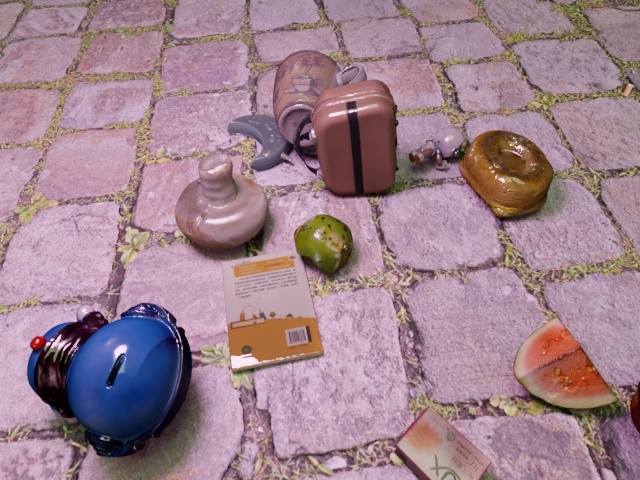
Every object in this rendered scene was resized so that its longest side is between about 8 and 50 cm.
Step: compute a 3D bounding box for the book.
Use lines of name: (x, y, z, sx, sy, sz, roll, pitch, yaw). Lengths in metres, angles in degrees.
book: (-0.123, 0.154, 1.096, 0.207, 0.020, 0.296, -10, 53, -6)

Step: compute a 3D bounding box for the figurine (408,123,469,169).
figurine: (0.355, -0.270, 1.365, 0.197, 0.094, 0.147, -35, 36, -13)

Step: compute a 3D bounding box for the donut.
donut: (0.519, -0.193, 1.273, 0.208, 0.128, 0.262, -20, 56, -14)

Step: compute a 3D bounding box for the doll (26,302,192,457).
doll: (-0.398, 0.259, 0.901, 0.309, 0.240, 0.284, 9, 68, 16)

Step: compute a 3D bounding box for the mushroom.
mushroom: (-0.259, -0.107, 1.175, 0.243, 0.244, 0.244, -1, 52, 1)

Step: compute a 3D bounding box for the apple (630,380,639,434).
apple: (0.733, 0.319, 0.786, 0.288, 0.288, 0.316, -35, 46, -22)

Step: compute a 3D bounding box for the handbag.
handbag: (0.066, -0.263, 1.241, 0.282, 0.302, 0.149, -3, 52, 6)

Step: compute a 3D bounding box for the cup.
cup: (-0.003, -0.414, 1.365, 0.300, 0.227, 0.257, -17, 44, 20)

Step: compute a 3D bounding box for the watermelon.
watermelon: (0.508, 0.268, 0.948, 0.193, 0.137, 0.145, -42, 97, -26)

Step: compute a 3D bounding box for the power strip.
power strip: (-0.174, -0.311, 1.434, 0.167, 0.054, 0.253, -27, 56, -17)

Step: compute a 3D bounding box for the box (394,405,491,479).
box: (0.226, 0.407, 0.867, 0.111, 0.060, 0.156, -40, 60, -23)

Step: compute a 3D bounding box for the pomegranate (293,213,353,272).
pomegranate: (0.003, -0.009, 1.151, 0.143, 0.122, 0.169, -25, 52, -31)
